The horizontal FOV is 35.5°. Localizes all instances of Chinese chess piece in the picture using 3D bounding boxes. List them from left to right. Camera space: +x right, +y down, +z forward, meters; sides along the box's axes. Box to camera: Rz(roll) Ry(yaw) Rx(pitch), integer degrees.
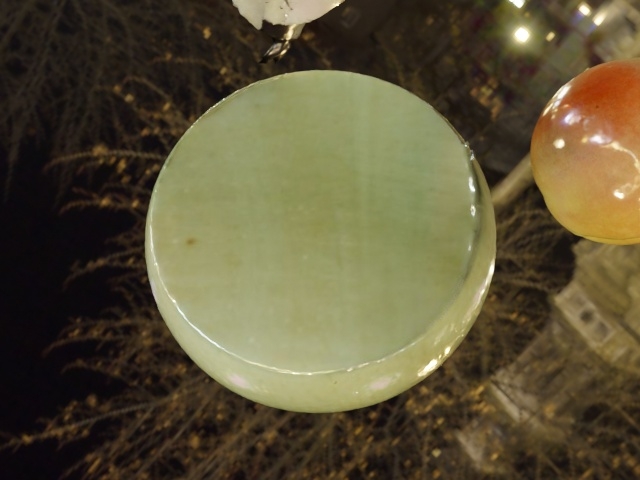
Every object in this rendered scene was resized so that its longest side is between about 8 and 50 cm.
[{"bbox_3d":[0.000,0.000,1.007,0.349,0.349,0.146,48,169,21],"label":"Chinese chess piece"}]

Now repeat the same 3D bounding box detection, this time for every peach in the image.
[{"bbox_3d":[0.289,-0.085,0.929,0.184,0.184,0.184,35,-160,-15],"label":"peach"}]

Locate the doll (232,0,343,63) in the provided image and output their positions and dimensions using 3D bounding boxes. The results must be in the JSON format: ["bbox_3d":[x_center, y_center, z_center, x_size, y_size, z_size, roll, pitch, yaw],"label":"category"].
[{"bbox_3d":[0.002,-0.141,0.274,0.192,0.149,0.095,49,-161,-46],"label":"doll"}]
